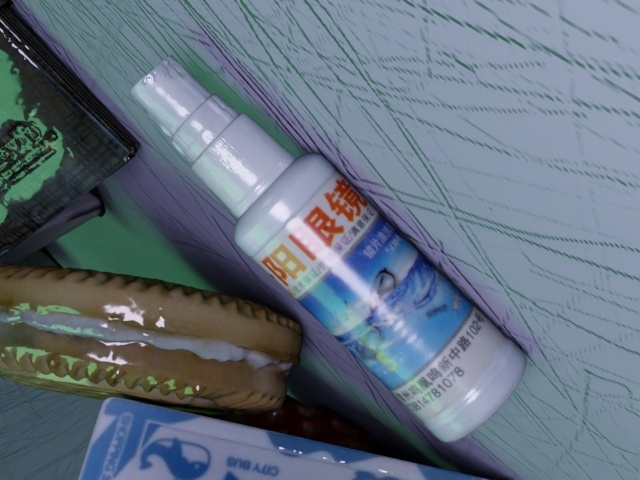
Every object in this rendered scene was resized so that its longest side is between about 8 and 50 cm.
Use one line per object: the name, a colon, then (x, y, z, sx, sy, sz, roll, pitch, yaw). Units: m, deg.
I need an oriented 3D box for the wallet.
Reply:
wallet: (-0.276, -0.125, 0.744, 0.317, 0.169, 0.044, 48, -152, -22)

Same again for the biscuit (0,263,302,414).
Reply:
biscuit: (-0.135, 0.075, 0.849, 0.259, 0.079, 0.259, 8, 169, 1)

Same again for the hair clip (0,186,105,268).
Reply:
hair clip: (-0.289, 0.021, 0.880, 0.085, 0.101, 0.330, 44, -152, 11)

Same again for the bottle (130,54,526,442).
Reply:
bottle: (0.000, 0.000, 0.547, 0.217, 0.060, 0.060, 44, 165, -2)

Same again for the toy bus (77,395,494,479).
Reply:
toy bus: (-0.015, 0.189, 0.793, 0.297, 0.106, 0.131, 12, 156, 7)

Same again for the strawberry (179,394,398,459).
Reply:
strawberry: (-0.027, 0.196, 0.971, 0.253, 0.150, 0.280, 12, 167, -19)
